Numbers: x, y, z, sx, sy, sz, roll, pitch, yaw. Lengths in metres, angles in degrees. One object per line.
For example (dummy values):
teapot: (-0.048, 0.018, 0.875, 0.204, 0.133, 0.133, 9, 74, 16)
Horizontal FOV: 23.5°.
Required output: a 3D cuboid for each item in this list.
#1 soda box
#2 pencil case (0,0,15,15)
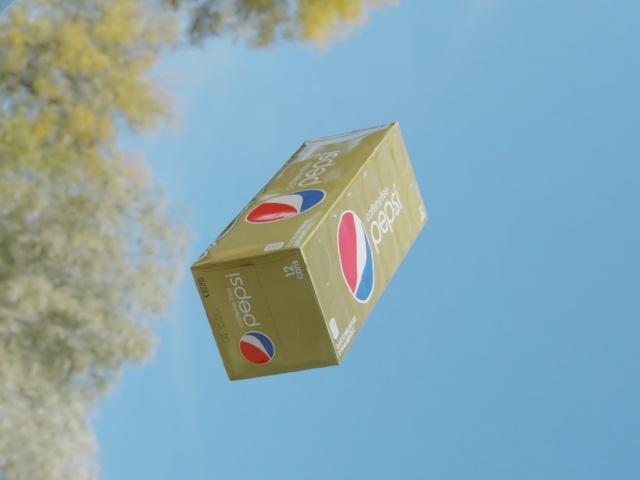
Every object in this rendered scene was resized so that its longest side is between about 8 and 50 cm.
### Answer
soda box: (0.000, 0.000, 0.769, 0.058, 0.061, 0.181, -11, -161, 21)
pencil case: (-0.095, -0.296, 0.703, 0.410, 0.183, 0.160, -49, -149, -8)
